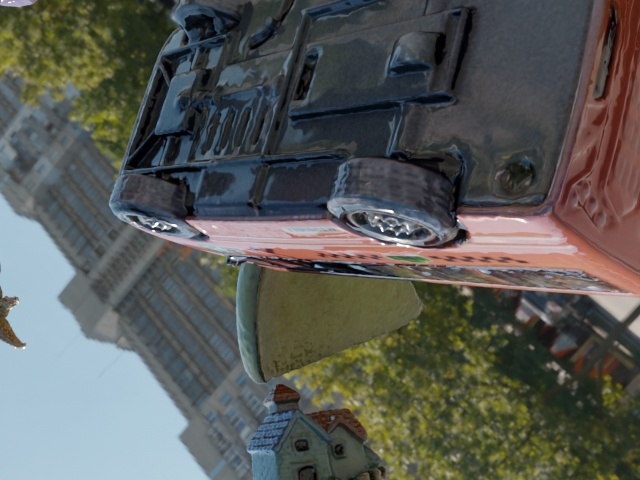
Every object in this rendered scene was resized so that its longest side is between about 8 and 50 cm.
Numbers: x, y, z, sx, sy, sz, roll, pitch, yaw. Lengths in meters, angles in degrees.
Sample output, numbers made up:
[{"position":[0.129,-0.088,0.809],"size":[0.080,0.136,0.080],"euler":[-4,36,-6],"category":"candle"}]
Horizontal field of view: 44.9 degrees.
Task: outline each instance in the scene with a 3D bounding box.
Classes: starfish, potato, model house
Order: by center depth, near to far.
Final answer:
[{"position":[-0.279,0.066,0.659],"size":[0.092,0.086,0.016],"euler":[41,-155,23],"category":"starfish"},{"position":[-0.009,0.218,0.812],"size":[0.148,0.119,0.149],"euler":[-2,-109,-24],"category":"model house"},{"position":[0.000,0.000,0.922],"size":[0.269,0.255,0.112],"euler":[-18,-154,-38],"category":"potato"}]

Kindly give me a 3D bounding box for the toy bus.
[{"position":[0.038,-0.076,0.571],"size":[0.233,0.203,0.427],"euler":[26,164,-40],"category":"toy bus"}]

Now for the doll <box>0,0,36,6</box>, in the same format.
[{"position":[-0.307,-0.195,0.626],"size":[0.115,0.190,0.050],"euler":[42,-179,16],"category":"doll"}]
